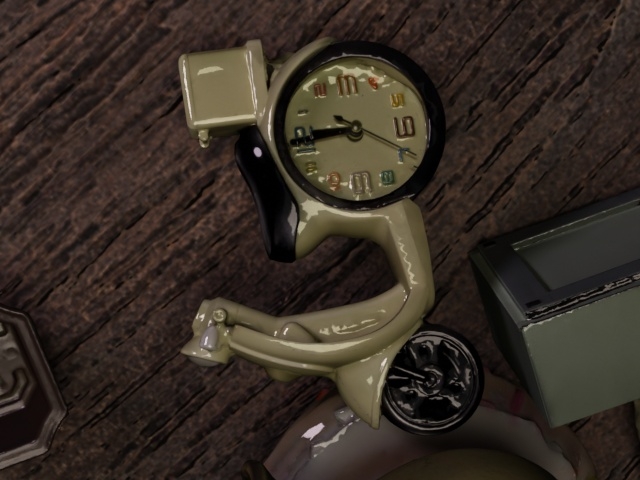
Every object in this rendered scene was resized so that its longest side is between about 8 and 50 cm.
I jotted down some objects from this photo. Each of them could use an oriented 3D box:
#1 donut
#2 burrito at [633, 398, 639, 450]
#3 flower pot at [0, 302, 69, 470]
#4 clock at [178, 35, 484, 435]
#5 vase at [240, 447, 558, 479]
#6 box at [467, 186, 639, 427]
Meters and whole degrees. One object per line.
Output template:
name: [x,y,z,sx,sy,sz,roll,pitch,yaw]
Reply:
donut: [0.105,0.292,1.443,0.382,0.142,0.382,-2,107,-6]
burrito: [0.440,0.211,1.469,0.190,0.135,0.332,-19,112,-8]
flower pot: [-0.383,0.148,1.367,0.251,0.084,0.179,-20,110,-5]
clock: [0.000,0.000,1.307,0.276,0.120,0.379,-5,82,-3]
vase: [0.081,0.341,1.286,0.302,0.241,0.329,-2,132,5]
box: [0.282,0.051,1.348,0.225,0.225,0.117,-19,108,-1]
